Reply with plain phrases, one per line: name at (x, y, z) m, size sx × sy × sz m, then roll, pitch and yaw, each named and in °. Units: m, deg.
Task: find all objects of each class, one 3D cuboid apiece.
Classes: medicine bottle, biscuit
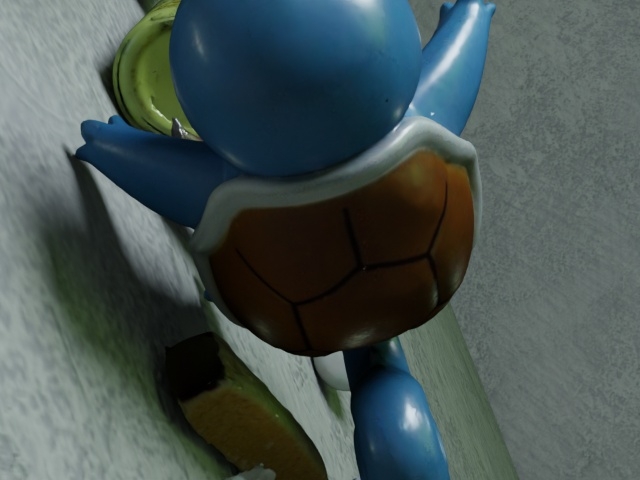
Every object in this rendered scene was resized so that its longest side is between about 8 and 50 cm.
medicine bottle at (-0.103, -0.163, 0.940) m, size 0.239 × 0.124 × 0.124 m, roll -87°, pitch 152°, yaw -70°
biscuit at (-0.049, 0.128, 0.762) m, size 0.056 × 0.052 × 0.188 m, roll 61°, pitch 2°, yaw 41°

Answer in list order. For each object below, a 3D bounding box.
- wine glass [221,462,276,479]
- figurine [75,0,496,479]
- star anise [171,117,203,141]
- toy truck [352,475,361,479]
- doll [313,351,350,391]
wine glass at (-0.013, 0.239, 0.669) m, size 0.066 × 0.066 × 0.198 m, roll -78°, pitch 143°, yaw -73°
figurine at (0.000, -0.014, 0.734) m, size 0.243 × 0.298 × 0.416 m, roll -96°, pitch 173°, yaw -59°
star anise at (-0.072, -0.044, 0.854) m, size 0.141 × 0.141 × 0.042 m, roll 54°, pitch 35°, yaw -51°
toy truck at (0.049, 0.250, 1.014) m, size 0.083 × 0.044 × 0.039 m, roll 53°, pitch 14°, yaw -54°
doll at (0.024, -0.088, 1.149) m, size 0.365 × 0.187 × 0.376 m, roll -85°, pitch -172°, yaw -60°
